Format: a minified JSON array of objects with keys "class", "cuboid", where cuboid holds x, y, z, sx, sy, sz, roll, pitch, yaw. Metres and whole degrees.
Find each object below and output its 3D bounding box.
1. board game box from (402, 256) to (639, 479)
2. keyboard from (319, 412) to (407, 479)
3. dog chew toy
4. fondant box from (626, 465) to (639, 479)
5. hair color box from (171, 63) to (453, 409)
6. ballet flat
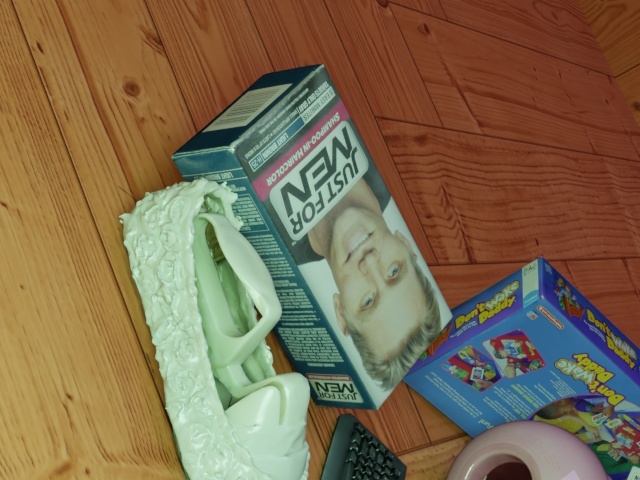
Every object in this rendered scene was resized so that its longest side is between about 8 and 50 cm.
[{"class":"board game box","cuboid":[0.306,0.199,1.743,0.347,0.233,0.078,41,34,-25]},{"class":"keyboard","cuboid":[0.060,0.347,1.438,0.201,0.033,0.317,50,30,-20]},{"class":"dog chew toy","cuboid":[0.290,0.352,1.652,0.332,0.207,0.206,38,34,-49]},{"class":"fondant box","cuboid":[0.361,0.468,1.538,0.330,0.096,0.238,-55,143,-32]},{"class":"hair color box","cuboid":[0.000,0.000,1.458,0.174,0.105,0.347,-47,119,-36]},{"class":"ballet flat","cuboid":[-0.087,0.120,1.295,0.147,0.147,0.408,4,62,-59]}]
